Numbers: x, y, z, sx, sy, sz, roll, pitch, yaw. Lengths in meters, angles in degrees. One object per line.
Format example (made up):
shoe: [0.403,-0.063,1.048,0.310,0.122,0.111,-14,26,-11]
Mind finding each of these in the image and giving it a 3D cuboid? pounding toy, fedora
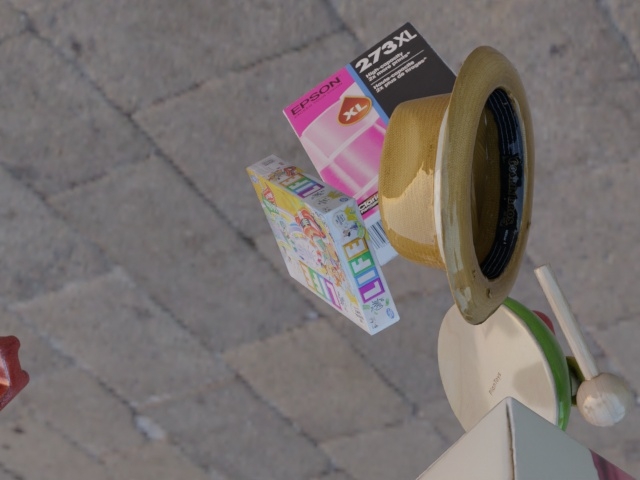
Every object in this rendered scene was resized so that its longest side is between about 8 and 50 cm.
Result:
pounding toy: [0.231,0.121,1.465,0.110,0.183,0.237,-17,170,-32]
fedora: [0.090,-0.039,0.992,0.079,0.194,0.194,5,144,25]

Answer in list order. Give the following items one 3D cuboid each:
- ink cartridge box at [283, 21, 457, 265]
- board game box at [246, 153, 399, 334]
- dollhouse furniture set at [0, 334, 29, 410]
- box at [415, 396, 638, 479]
ink cartridge box: [0.069,-0.127,1.525,0.175,0.371,0.069,-35,121,4]
board game box: [0.000,0.000,1.087,0.026,0.154,0.103,-29,114,-15]
dollhouse furniture set: [-0.458,0.172,1.512,0.374,0.152,0.201,-32,97,44]
box: [0.129,0.207,0.656,0.232,0.127,0.148,35,120,-14]
